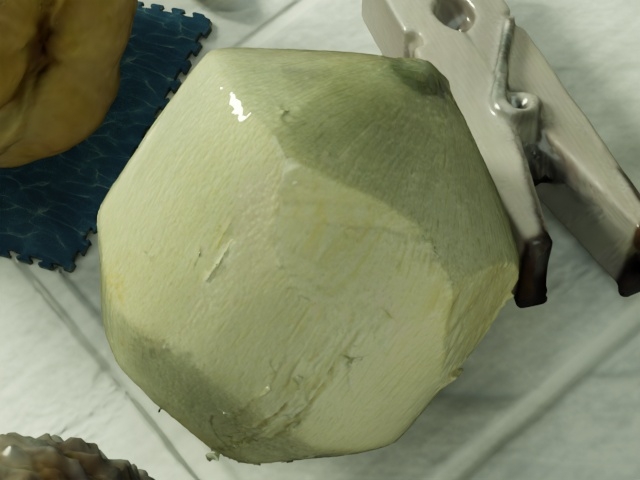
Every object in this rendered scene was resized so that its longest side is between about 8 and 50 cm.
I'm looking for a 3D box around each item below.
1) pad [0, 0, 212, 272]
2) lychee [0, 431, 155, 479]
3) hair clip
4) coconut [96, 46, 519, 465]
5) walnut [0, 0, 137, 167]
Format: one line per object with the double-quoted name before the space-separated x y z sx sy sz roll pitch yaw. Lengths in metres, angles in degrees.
"pad" -0.256 -0.110 1.096 0.270 0.012 0.269 12 61 21
"lychee" -0.153 0.249 0.688 0.300 0.300 0.300 -6 56 9
"hair clip" 0.122 -0.093 0.951 0.101 0.085 0.330 -17 50 -11
"coconut" 0.000 0.000 0.807 0.247 0.245 0.245 -52 54 21
"walnut" -0.312 -0.199 0.977 0.344 0.306 0.306 37 72 28
